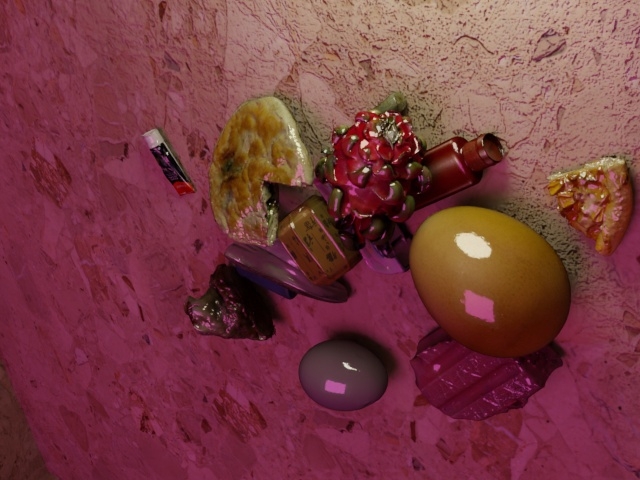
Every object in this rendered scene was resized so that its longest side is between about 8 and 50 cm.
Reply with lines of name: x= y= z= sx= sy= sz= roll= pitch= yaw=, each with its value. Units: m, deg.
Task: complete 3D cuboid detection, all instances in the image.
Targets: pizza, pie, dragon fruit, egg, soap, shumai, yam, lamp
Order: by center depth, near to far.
pizza: x=0.463 y=-0.074 z=1.311 sx=0.161 sy=0.062 sz=0.182 roll=32 pitch=138 yaw=27
egg: x=0.308 y=0.072 z=1.409 sx=0.322 sy=0.250 sz=0.250 roll=39 pitch=138 yaw=21
dragon fruit: x=0.099 y=-0.109 z=1.426 sx=0.219 sy=0.198 sz=0.272 roll=-1 pitch=94 yaw=-1
yam: x=0.128 y=-0.253 z=1.481 sx=0.094 sy=0.043 sz=0.043 roll=-29 pitch=98 yaw=48
soap: x=0.334 y=0.271 z=1.627 sx=0.220 sy=0.127 sz=0.325 roll=47 pitch=140 yaw=4
pie: x=-0.146 y=-0.157 z=1.671 sx=0.338 sy=0.075 sz=0.337 roll=-2 pitch=88 yaw=43
lamp: x=0.000 y=0.000 z=1.699 sx=0.185 sy=0.161 sz=0.161 roll=51 pitch=139 yaw=-4
egg: x=0.059 y=0.335 z=1.876 sx=0.232 sy=0.176 sz=0.176 roll=8 pitch=124 yaw=30
shumai: x=-0.257 y=0.193 z=2.031 sx=0.186 sy=0.183 sz=0.218 roll=-31 pitch=120 yaw=13

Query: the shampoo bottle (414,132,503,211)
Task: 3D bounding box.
shampoo bottle: x=0.233 y=-0.132 z=1.463 sx=0.260 sy=0.064 sz=0.102 roll=-24 pitch=94 yaw=47

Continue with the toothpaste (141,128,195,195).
toothpaste: x=-0.395 y=-0.200 z=1.978 sx=0.071 sy=0.045 sz=0.193 roll=-4 pitch=122 yaw=43

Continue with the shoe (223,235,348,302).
shoe: x=-0.063 y=0.036 z=1.816 sx=0.317 sy=0.159 sz=0.124 roll=22 pitch=169 yaw=-15

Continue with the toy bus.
toy bus: x=0.102 y=-0.053 z=1.617 sx=0.274 sy=0.090 sz=0.112 roll=56 pitch=145 yaw=-8

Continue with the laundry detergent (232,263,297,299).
laundry detergent: x=-0.148 y=0.079 z=1.954 sx=0.206 sy=0.061 sz=0.096 roll=22 pitch=144 yaw=29
